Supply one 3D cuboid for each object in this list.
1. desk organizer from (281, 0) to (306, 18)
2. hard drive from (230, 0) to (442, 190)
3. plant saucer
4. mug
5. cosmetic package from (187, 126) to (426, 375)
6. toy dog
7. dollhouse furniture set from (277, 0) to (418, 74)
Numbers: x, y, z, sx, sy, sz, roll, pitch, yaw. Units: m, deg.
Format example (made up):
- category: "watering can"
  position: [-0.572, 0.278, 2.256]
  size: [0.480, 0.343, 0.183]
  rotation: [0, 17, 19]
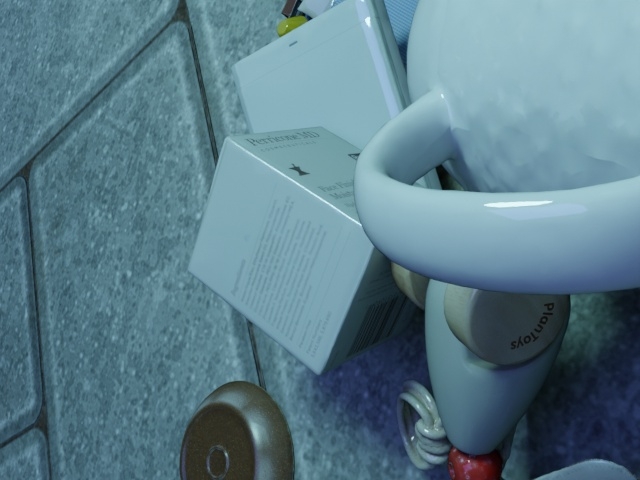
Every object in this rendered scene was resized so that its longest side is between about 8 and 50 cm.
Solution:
- category: "desk organizer"
  position: [-0.011, -0.343, 0.982]
  size: [0.050, 0.047, 0.130]
  rotation: [34, 103, 44]
- category: "hard drive"
  position: [0.023, -0.078, 0.822]
  size: [0.203, 0.040, 0.308]
  rotation: [-18, 87, 38]
- category: "plant saucer"
  position: [-0.115, 0.272, 0.937]
  size: [0.198, 0.036, 0.199]
  rotation: [-11, 74, 40]
- category: "mug"
  position: [0.185, -0.081, 0.420]
  size: [0.328, 0.374, 0.276]
  rotation: [18, 132, 50]
- category: "cosmetic package"
  position: [0.000, 0.000, 0.732]
  size: [0.183, 0.151, 0.152]
  rotation: [34, 119, 26]
- category: "toy dog"
  position: [0.167, 0.114, 0.623]
  size: [0.220, 0.160, 0.334]
  rotation: [-116, 15, -48]
- category: "dollhouse furniture set"
  position: [0.080, -0.290, 0.782]
  size: [0.286, 0.198, 0.303]
  rotation: [48, 112, 39]
